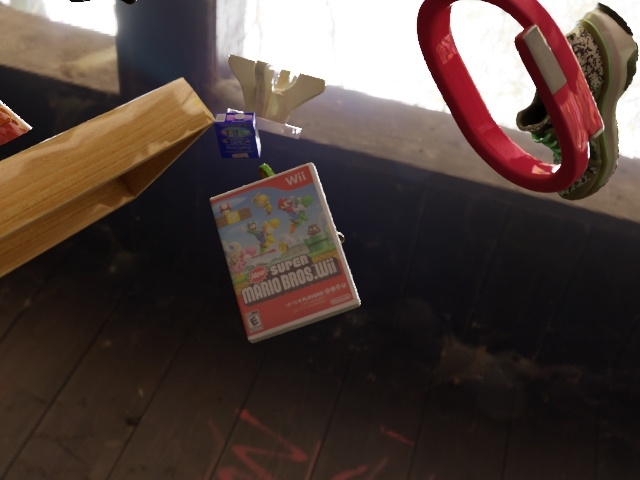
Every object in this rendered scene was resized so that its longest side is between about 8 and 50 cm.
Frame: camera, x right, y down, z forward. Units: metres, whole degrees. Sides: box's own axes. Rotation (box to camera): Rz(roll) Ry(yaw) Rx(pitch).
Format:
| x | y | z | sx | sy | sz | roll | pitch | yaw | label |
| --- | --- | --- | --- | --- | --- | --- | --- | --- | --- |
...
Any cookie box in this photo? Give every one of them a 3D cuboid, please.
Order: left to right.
| x | y | z | sx | sy | sz | roll | pitch | yaw | label |
| --- | --- | --- | --- | --- | --- | --- | --- | --- | --- |
| -0.187 | -0.236 | 1.892 | 0.092 | 0.107 | 0.040 | 0 | -132 | 6 | cookie box |

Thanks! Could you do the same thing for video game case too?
| x | y | z | sx | sy | sz | roll | pitch | yaw | label |
| --- | --- | --- | --- | --- | --- | --- | --- | --- | --- |
| -0.067 | 0.018 | 1.488 | 0.204 | 0.025 | 0.285 | -19 | -112 | 3 | video game case |

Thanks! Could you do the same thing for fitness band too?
| x | y | z | sx | sy | sz | roll | pitch | yaw | label |
| --- | --- | --- | --- | --- | --- | --- | --- | --- | --- |
| 0.223 | -0.185 | 1.004 | 0.054 | 0.290 | 0.209 | -39 | -156 | -17 | fitness band |

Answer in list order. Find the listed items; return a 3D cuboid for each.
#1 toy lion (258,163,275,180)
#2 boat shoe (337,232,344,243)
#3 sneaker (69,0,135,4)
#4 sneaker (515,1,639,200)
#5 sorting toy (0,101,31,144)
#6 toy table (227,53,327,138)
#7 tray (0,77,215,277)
| x | y | z | sx | sy | sz | roll | pitch | yaw | label |
| --- | --- | --- | --- | --- | --- | --- | --- | --- | --- |
| -0.104 | -0.116 | 1.825 | 0.034 | 0.100 | 0.096 | -30 | -128 | -17 | toy lion |
| 0.000 | 0.002 | 1.646 | 0.048 | 0.056 | 0.153 | 8 | -174 | 20 | boat shoe |
| -0.429 | -0.533 | 1.492 | 0.316 | 0.127 | 0.182 | 36 | -109 | -20 | sneaker |
| 0.418 | -0.218 | 1.474 | 0.182 | 0.410 | 0.158 | -19 | -131 | -7 | sneaker |
| -0.612 | -0.163 | 1.300 | 0.127 | 0.126 | 0.365 | -14 | -161 | 28 | sorting toy |
| -0.123 | -0.349 | 2.052 | 0.252 | 0.160 | 0.274 | 16 | -172 | 1 | toy table |
| -0.311 | -0.041 | 0.918 | 0.076 | 0.203 | 0.411 | 53 | -139 | -3 | tray |
